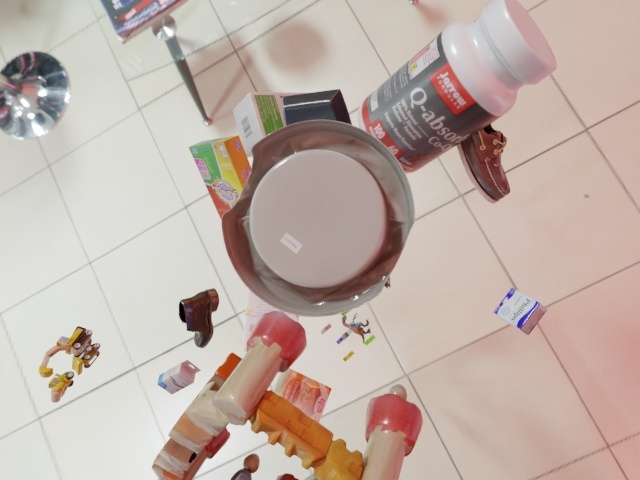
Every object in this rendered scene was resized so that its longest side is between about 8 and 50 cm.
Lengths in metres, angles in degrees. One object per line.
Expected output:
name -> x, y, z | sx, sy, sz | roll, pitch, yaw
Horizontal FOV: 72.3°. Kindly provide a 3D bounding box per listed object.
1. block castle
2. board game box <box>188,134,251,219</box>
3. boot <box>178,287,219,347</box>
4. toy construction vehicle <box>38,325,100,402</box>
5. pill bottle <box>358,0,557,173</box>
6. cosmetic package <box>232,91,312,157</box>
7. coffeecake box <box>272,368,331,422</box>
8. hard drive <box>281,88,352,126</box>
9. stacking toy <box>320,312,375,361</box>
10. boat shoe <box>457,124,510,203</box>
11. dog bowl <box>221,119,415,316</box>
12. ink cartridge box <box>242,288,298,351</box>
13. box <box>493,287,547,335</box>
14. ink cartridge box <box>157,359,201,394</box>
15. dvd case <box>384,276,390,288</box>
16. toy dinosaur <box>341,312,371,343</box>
block castle -> -0.076, 0.341, 0.743 | 0.303, 0.213, 0.453 | 35, 128, 1
board game box -> -0.311, -0.194, 1.518 | 0.242, 0.064, 0.316 | 6, 124, 47
boot -> -0.372, 0.237, 1.282 | 0.082, 0.106, 0.219 | 38, 123, 36
toy construction vehicle -> -0.347, 0.164, 0.605 | 0.035, 0.098, 0.085 | 23, 128, -2
pill bottle -> 0.269, -0.312, 0.919 | 0.363, 0.210, 0.210 | -32, 78, 44
cosmetic package -> -0.119, -0.439, 1.655 | 0.366, 0.155, 0.196 | -16, 88, -36
coffeecake box -> -0.073, 0.551, 1.545 | 0.186, 0.068, 0.142 | 32, 67, -20
hard drive -> 0.002, -0.245, 1.109 | 0.172, 0.254, 0.054 | 1, 42, 24
stacking toy -> 0.114, 0.388, 1.826 | 0.167, 0.052, 0.221 | 49, 129, 11
boat shoe -> 0.389, -0.248, 1.066 | 0.097, 0.117, 0.324 | -24, 92, 40
dog bowl -> -0.002, -0.038, 0.814 | 0.349, 0.102, 0.348 | 0, 89, 12
ink cartridge box -> -0.190, 0.261, 1.732 | 0.207, 0.119, 0.353 | 6, 78, -9
box -> 0.767, 0.272, 1.688 | 0.072, 0.137, 0.126 | 36, 91, -33
ink cartridge box -> -0.316, 0.306, 0.981 | 0.083, 0.028, 0.048 | -31, 121, 14
dvd case -> 0.179, 0.026, 1.430 | 0.018, 0.164, 0.221 | -20, 51, 27
toy dinosaur -> 0.082, 0.209, 1.078 | 0.082, 0.090, 0.047 | -7, 111, 31
